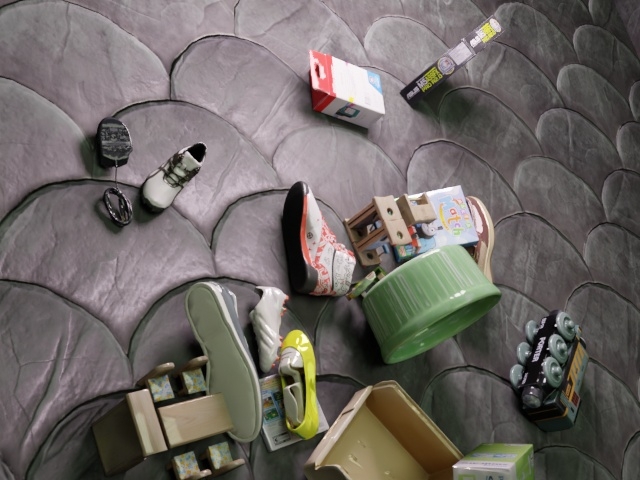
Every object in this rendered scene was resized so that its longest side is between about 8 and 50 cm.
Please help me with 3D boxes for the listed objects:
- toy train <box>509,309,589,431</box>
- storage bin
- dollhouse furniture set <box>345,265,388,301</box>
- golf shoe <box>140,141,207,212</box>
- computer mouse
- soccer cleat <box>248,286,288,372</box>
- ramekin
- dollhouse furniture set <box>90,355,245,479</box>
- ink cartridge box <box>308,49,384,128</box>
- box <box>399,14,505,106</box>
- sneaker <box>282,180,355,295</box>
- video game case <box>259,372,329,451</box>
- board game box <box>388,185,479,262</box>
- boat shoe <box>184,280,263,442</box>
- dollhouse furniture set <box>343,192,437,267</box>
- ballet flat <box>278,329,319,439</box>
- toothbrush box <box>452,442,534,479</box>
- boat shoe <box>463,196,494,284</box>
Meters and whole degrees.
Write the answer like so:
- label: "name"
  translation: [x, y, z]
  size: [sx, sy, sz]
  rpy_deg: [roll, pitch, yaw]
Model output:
- label: "toy train"
  translation: [0.602, 0.332, 2.276]
  size: [0.190, 0.142, 0.334]
  rpy_deg: [53, 41, -17]
- label: "storage bin"
  translation: [0.134, 0.467, 1.815]
  size: [0.260, 0.123, 0.262]
  rpy_deg: [48, 45, -5]
- label: "dollhouse furniture set"
  translation: [0.119, 0.110, 2.039]
  size: [0.058, 0.076, 0.151]
  rpy_deg: [49, 24, 3]
- label: "golf shoe"
  translation: [-0.306, -0.143, 1.857]
  size: [0.077, 0.094, 0.198]
  rpy_deg: [41, 47, -13]
- label: "computer mouse"
  translation: [-0.421, -0.140, 1.807]
  size: [0.071, 0.041, 0.242]
  rpy_deg: [2, 70, -29]
- label: "soccer cleat"
  translation: [-0.117, 0.184, 1.834]
  size: [0.076, 0.068, 0.196]
  rpy_deg: [15, 53, -13]
- label: "ramekin"
  translation: [0.240, 0.139, 1.986]
  size: [0.303, 0.303, 0.148]
  rpy_deg: [-12, 65, -43]
- label: "dollhouse furniture set"
  translation: [-0.254, 0.322, 1.563]
  size: [0.242, 0.161, 0.212]
  rpy_deg: [-8, 69, -41]
- label: "ink cartridge box"
  translation: [0.051, -0.395, 2.307]
  size: [0.231, 0.078, 0.134]
  rpy_deg: [15, 55, -32]
- label: "box"
  translation: [0.372, -0.508, 2.500]
  size: [0.060, 0.270, 0.216]
  rpy_deg: [50, 45, -4]
- label: "sneaker"
  translation: [-0.001, 0.001, 2.018]
  size: [0.145, 0.090, 0.270]
  rpy_deg: [11, 61, -35]
- label: "video game case"
  translation: [-0.069, 0.342, 1.802]
  size: [0.157, 0.019, 0.143]
  rpy_deg: [-11, 71, -41]
- label: "board game box"
  translation: [0.275, -0.044, 2.230]
  size: [0.211, 0.039, 0.160]
  rpy_deg: [-12, 69, -10]
- label: "boat shoe"
  translation: [-0.170, 0.231, 1.723]
  size: [0.099, 0.116, 0.320]
  rpy_deg: [-2, 71, -66]
- label: "dollhouse furniture set"
  translation: [0.181, -0.026, 2.149]
  size: [0.183, 0.129, 0.129]
  rpy_deg: [-7, 69, -41]
- label: "ballet flat"
  translation: [-0.050, 0.285, 1.778]
  size: [0.077, 0.077, 0.231]
  rpy_deg: [24, 50, -52]
- label: "toothbrush box"
  translation: [0.368, 0.547, 1.833]
  size: [0.283, 0.122, 0.206]
  rpy_deg: [5, 82, -69]
- label: "boat shoe"
  translation: [0.366, 0.026, 2.278]
  size: [0.123, 0.123, 0.342]
  rpy_deg: [20, 59, -30]
